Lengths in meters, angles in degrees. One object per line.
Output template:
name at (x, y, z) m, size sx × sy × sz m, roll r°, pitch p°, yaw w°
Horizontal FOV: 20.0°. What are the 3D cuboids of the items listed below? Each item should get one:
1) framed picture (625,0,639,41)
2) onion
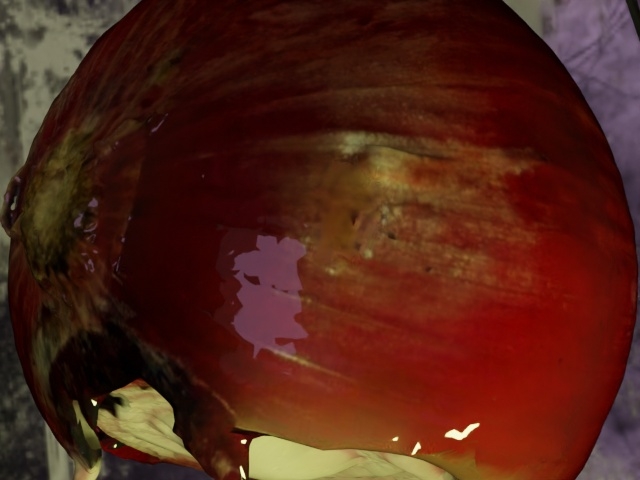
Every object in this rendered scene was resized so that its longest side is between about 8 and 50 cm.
framed picture at (0.240, -0.052, 0.922) m, size 0.016 × 0.213 × 0.289 m, roll -16°, pitch 84°, yaw -18°
onion at (-0.008, -0.001, 0.935) m, size 0.341 × 0.341 × 0.341 m, roll 0°, pitch 91°, yaw 19°
